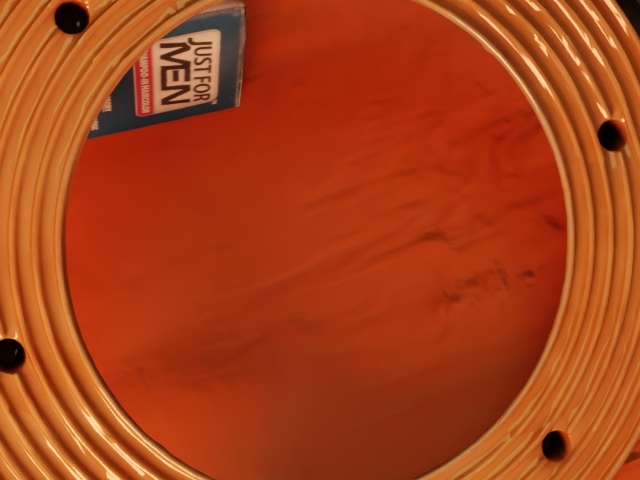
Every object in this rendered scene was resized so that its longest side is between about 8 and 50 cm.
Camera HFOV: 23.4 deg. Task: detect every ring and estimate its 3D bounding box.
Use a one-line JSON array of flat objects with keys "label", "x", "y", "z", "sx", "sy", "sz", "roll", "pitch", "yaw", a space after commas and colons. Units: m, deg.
[{"label": "ring", "x": 0.000, "y": 0.000, "z": 0.658, "sx": 0.336, "sy": 0.032, "sz": 0.337, "roll": 0, "pitch": 91, "yaw": -13}]

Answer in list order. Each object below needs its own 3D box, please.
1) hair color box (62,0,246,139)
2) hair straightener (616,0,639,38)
[{"label": "hair color box", "x": -0.222, "y": -0.120, "z": 0.707, "sx": 0.347, "sy": 0.105, "sz": 0.174, "roll": -13, "pitch": 70, "yaw": -11}, {"label": "hair straightener", "x": 0.082, "y": -0.167, "z": 0.783, "sx": 0.089, "sy": 0.047, "sz": 0.230, "roll": -25, "pitch": 72, "yaw": -15}]
